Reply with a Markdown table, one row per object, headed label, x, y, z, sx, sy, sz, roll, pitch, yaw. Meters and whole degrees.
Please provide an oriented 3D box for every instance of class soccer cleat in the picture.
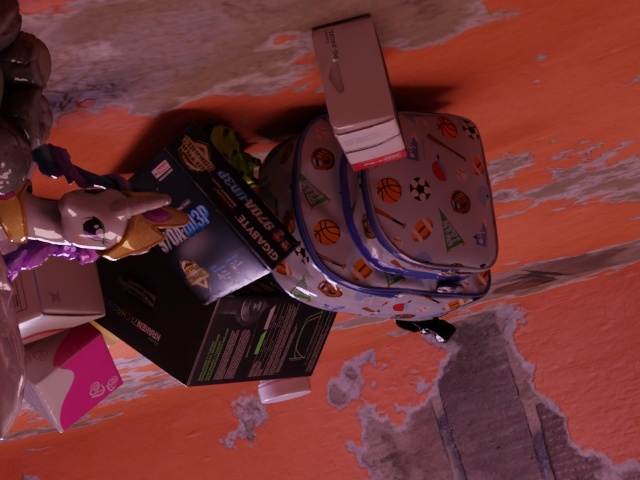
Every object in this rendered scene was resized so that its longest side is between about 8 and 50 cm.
| label | x | y | z | sx | sy | sz | roll | pitch | yaw |
| --- | --- | --- | --- | --- | --- | --- | --- | --- | --- |
| soccer cleat | -0.119 | -0.091 | 1.567 | 0.072 | 0.060 | 0.179 | 1 | 169 | 10 |

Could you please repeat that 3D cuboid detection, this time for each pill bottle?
| label | x | y | z | sx | sy | sz | roll | pitch | yaw |
| --- | --- | --- | --- | --- | --- | --- | --- | --- | --- |
| pill bottle | -0.083 | 0.168 | 2.414 | 0.124 | 0.222 | 0.124 | -13 | 168 | -3 |

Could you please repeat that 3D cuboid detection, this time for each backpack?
| label | x | y | z | sx | sy | sz | roll | pitch | yaw |
| --- | --- | --- | --- | --- | --- | --- | --- | --- | --- |
| backpack | 0.065 | -0.032 | 1.592 | 0.263 | 0.277 | 0.213 | 0 | 159 | -26 |

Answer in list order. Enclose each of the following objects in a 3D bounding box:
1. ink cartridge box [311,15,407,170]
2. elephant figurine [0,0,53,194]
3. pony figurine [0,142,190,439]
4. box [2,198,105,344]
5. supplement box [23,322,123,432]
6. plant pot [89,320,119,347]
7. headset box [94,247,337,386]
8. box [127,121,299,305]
| label | x | y | z | sx | sy | sz | roll | pitch | yaw |
| --- | --- | --- | --- | --- | --- | --- | --- | --- | --- |
| ink cartridge box | 0.040 | -0.143 | 1.361 | 0.063 | 0.109 | 0.150 | -14 | 168 | 5 |
| elephant figurine | -0.339 | -0.106 | 1.041 | 0.239 | 0.169 | 0.186 | -1 | 143 | 15 |
| pony figurine | -0.349 | 0.005 | 1.336 | 0.363 | 0.303 | 0.351 | 11 | 151 | -27 |
| box | -0.402 | 0.055 | 1.695 | 0.232 | 0.149 | 0.127 | -19 | 167 | 26 |
| supplement box | -0.381 | 0.137 | 1.836 | 0.111 | 0.220 | 0.114 | -38 | 139 | -22 |
| plant pot | -0.335 | 0.078 | 1.988 | 0.134 | 0.134 | 0.095 | -22 | 141 | 35 |
| headset box | -0.158 | 0.076 | 1.821 | 0.246 | 0.131 | 0.283 | 30 | -164 | 34 |
| box | -0.134 | -0.023 | 1.540 | 0.051 | 0.175 | 0.220 | -44 | -172 | -26 |
